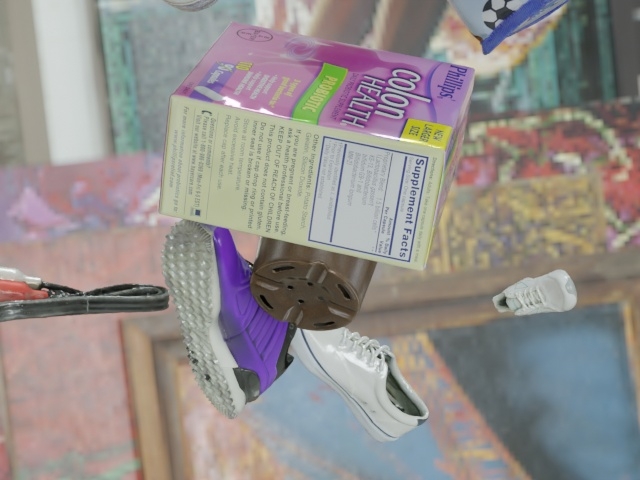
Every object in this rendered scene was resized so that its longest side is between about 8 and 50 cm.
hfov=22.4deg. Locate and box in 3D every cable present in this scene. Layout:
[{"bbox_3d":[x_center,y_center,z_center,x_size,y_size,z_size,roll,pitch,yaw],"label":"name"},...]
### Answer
[{"bbox_3d":[-0.331,0.065,2.101,0.287,0.072,0.139,-2,8,-17],"label":"cable"}]

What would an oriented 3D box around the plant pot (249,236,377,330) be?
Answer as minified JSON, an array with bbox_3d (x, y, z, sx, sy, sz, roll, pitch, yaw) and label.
[{"bbox_3d":[0.000,0.000,1.805,0.167,0.167,0.165,-4,47,24],"label":"plant pot"}]

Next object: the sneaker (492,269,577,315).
[{"bbox_3d":[0.276,0.075,2.069,0.061,0.054,0.152,-19,-1,-24],"label":"sneaker"}]

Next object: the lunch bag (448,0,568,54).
[{"bbox_3d":[0.215,-0.422,1.869,0.239,0.328,0.385,-37,1,33],"label":"lunch bag"}]

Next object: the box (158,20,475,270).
[{"bbox_3d":[0.002,-0.092,1.460,0.243,0.117,0.213,13,27,7],"label":"box"}]

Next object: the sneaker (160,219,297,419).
[{"bbox_3d":[-0.091,0.064,1.891,0.146,0.293,0.102,-30,47,-24],"label":"sneaker"}]

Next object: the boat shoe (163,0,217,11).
[{"bbox_3d":[-0.140,-0.314,1.485,0.118,0.320,0.103,-35,-41,6],"label":"boat shoe"}]

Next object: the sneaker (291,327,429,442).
[{"bbox_3d":[0.052,0.162,2.183,0.091,0.258,0.094,-28,25,32],"label":"sneaker"}]
